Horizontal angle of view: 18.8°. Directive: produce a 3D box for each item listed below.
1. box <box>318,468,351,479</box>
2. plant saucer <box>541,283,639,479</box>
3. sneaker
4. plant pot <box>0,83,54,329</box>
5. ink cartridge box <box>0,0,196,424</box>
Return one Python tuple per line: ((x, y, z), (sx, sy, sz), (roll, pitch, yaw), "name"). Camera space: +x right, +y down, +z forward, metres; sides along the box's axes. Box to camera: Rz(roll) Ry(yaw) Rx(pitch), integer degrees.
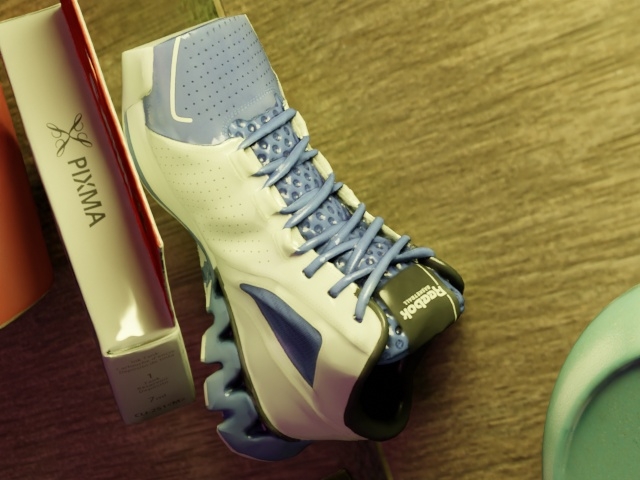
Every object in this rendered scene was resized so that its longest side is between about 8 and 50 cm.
((-0.022, 0.272, 1.442), (0.225, 0.036, 0.136), (-38, 79, 47), "box")
((0.249, 0.172, 1.129), (0.317, 0.043, 0.318), (19, 119, 39), "plant saucer")
((0.000, 0.001, 1.259), (0.182, 0.127, 0.315), (0, 113, 41), "sneaker")
((-0.344, -0.033, 1.487), (0.275, 0.275, 0.243), (-9, 110, 46), "plant pot")
((-0.159, -0.044, 1.299), (0.239, 0.060, 0.275), (85, 165, -63), "ink cartridge box")
